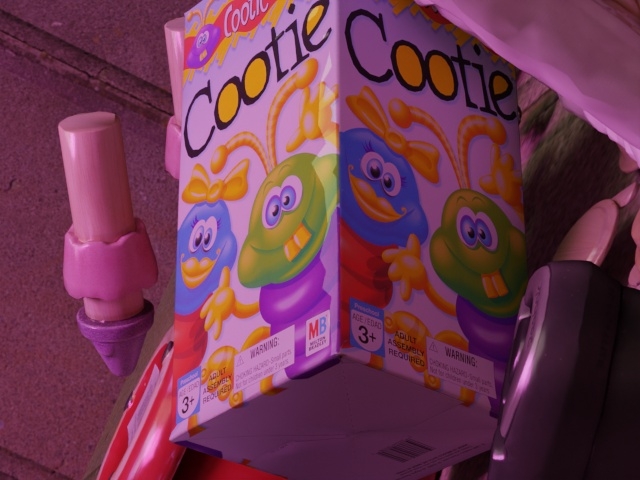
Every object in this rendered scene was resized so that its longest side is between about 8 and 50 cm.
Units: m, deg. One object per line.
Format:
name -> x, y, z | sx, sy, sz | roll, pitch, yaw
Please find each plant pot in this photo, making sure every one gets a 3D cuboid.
plant pot -> -0.041, 0.148, 1.168 | 0.191, 0.174, 0.191 | -156, 90, -82

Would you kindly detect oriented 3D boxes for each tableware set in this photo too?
tableware set -> 0.170, -0.036, 0.954 | 0.168, 0.020, 0.141 | -64, 13, -17

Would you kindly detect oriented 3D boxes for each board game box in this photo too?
board game box -> 0.016, -0.019, 1.047 | 0.144, 0.142, 0.275 | -30, 49, 41

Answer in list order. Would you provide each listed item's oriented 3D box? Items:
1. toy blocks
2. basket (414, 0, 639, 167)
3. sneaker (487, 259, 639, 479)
toy blocks -> 0.000, 0.000, 1.365 | 0.288, 0.309, 0.260 | -57, -35, -62
basket -> 0.100, -0.222, 0.843 | 0.266, 0.331, 0.328 | -56, 10, 7
sneaker -> 0.107, 0.114, 0.691 | 0.267, 0.106, 0.101 | 94, -172, -55
